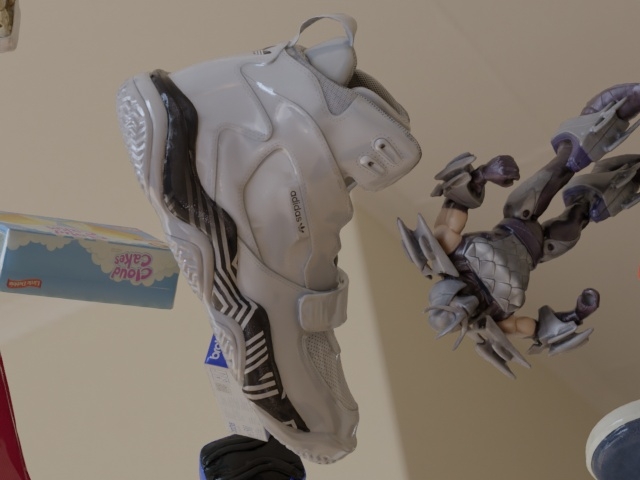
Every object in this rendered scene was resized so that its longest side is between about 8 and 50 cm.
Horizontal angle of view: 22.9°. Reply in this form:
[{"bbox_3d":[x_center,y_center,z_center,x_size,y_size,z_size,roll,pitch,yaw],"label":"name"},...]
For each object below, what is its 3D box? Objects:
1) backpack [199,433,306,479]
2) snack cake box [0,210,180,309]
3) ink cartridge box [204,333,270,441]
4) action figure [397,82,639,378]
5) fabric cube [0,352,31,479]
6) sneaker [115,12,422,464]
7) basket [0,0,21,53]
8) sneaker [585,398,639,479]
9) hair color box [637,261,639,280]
[{"bbox_3d":[-0.088,0.293,1.949,0.120,0.098,0.101,-13,-42,-18],"label":"backpack"},{"bbox_3d":[-0.341,0.025,2.164,0.264,0.089,0.152,8,7,-35],"label":"snack cake box"},{"bbox_3d":[-0.064,0.110,1.481,0.046,0.097,0.207,13,-23,8],"label":"ink cartridge box"},{"bbox_3d":[0.175,-0.011,1.302,0.099,0.285,0.185,-1,-55,51],"label":"action figure"},{"bbox_3d":[-0.358,0.073,0.943,0.259,0.254,0.258,-21,-19,13],"label":"fabric cube"},{"bbox_3d":[0.000,0.000,1.276,0.210,0.137,0.366,-24,-73,6],"label":"sneaker"},{"bbox_3d":[-0.390,-0.245,1.577,0.167,0.113,0.103,-6,-59,-4],"label":"basket"},{"bbox_3d":[0.386,0.242,1.307,0.350,0.148,0.131,19,-54,-6],"label":"sneaker"},{"bbox_3d":[0.332,0.042,1.396,0.072,0.141,0.043,4,-69,-5],"label":"hair color box"}]
